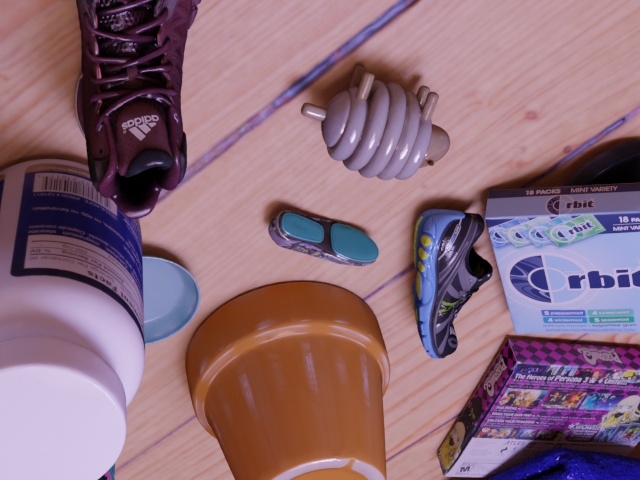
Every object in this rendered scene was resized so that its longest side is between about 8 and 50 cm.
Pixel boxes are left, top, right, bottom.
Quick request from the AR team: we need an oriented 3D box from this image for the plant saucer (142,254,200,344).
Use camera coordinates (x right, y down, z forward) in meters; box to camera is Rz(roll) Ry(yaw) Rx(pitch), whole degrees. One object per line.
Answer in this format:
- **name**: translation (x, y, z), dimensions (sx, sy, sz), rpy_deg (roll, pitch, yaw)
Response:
- **plant saucer**: translation (-0.173, 0.052, 1.079), dimensions (0.119, 0.021, 0.119), rpy_deg (-9, 135, -9)

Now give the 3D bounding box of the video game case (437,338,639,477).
- **video game case**: translation (0.279, 0.202, 1.339), dimensions (0.232, 0.041, 0.210), rpy_deg (5, 132, -21)

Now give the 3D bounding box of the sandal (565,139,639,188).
- **sandal**: translation (0.354, -0.031, 1.130), dimensions (0.255, 0.054, 0.097), rpy_deg (15, 127, -28)

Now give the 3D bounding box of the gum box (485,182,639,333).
- **gum box**: translation (0.254, 0.022, 1.120), dimensions (0.157, 0.041, 0.184), rpy_deg (-2, 138, 19)

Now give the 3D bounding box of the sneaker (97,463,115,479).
- **sneaker**: translation (-0.287, 0.208, 1.084), dimensions (0.124, 0.178, 0.295), rpy_deg (-27, 134, 10)

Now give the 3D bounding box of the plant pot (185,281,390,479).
- **plant pot**: translation (-0.018, 0.177, 1.127), dimensions (0.205, 0.188, 0.205), rpy_deg (-9, 134, -9)

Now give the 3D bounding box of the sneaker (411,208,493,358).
- **sneaker**: translation (0.130, 0.047, 1.131), dimensions (0.078, 0.067, 0.188), rpy_deg (-4, 131, -4)

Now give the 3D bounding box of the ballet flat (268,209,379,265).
- **ballet flat**: translation (0.000, 0.000, 1.075), dimensions (0.114, 0.041, 0.041), rpy_deg (18, 125, -30)

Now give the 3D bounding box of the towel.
- **towel**: translation (0.326, 0.338, 1.414), dimensions (0.308, 0.076, 0.228), rpy_deg (17, 140, -35)

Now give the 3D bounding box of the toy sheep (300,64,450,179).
- **toy sheep**: translation (0.047, -0.095, 0.963), dimensions (0.132, 0.091, 0.091), rpy_deg (16, 127, -12)

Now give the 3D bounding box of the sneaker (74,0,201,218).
- **sneaker**: translation (-0.124, -0.133, 0.818), dimensions (0.107, 0.162, 0.281), rpy_deg (-5, 134, -12)

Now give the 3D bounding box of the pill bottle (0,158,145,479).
- **pill bottle**: translation (-0.213, 0.061, 0.892), dimensions (0.153, 0.264, 0.153), rpy_deg (-4, 124, -6)
